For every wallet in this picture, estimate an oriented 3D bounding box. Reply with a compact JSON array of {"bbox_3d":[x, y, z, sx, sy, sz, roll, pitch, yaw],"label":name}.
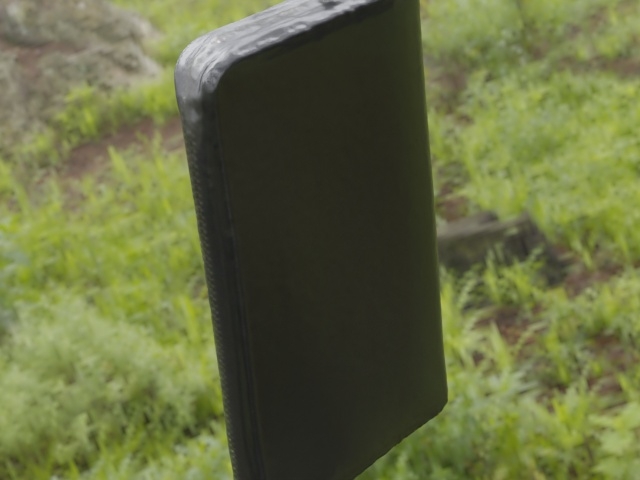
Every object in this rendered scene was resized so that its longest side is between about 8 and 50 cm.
[{"bbox_3d":[0.000,0.000,0.655,0.044,0.250,0.149,17,36,38],"label":"wallet"}]
